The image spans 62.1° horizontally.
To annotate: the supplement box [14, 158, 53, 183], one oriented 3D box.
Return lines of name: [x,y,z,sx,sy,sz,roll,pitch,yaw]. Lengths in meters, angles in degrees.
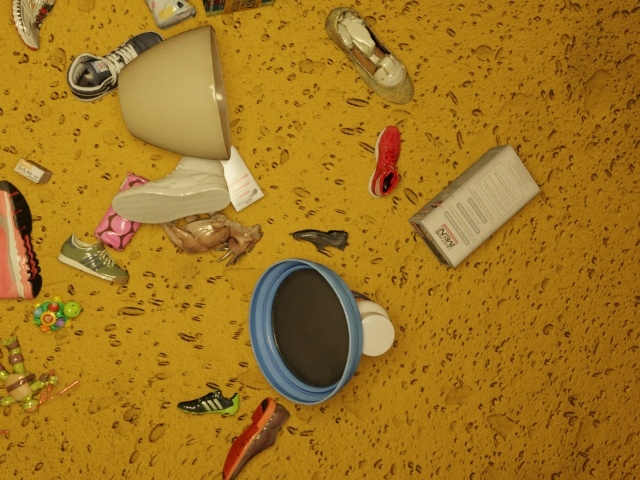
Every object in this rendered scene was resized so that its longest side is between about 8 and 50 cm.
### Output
supplement box: [-0.736,-0.177,1.368,0.062,0.098,0.036,32,87,-13]

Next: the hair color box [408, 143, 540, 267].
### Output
hair color box: [0.479,-0.109,1.659,0.374,0.113,0.185,-40,102,-8]

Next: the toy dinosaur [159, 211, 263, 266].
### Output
toy dinosaur: [-0.315,-0.010,1.473,0.295,0.127,0.200,-4,137,1]

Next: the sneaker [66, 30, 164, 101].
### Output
sneaker: [-0.523,-0.457,1.368,0.282,0.153,0.099,-36,102,-8]

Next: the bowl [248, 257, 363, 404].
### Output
bowl: [-0.044,0.241,1.446,0.077,0.391,0.391,-4,97,-47]

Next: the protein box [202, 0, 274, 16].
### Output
protein box: [-0.234,-0.737,1.422,0.199,0.136,0.201,-15,98,-12]

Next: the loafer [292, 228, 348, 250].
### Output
loafer: [0.000,0.000,1.581,0.170,0.062,0.061,3,99,-12]

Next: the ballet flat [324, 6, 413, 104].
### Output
ballet flat: [0.153,-0.535,1.544,0.348,0.123,0.123,44,84,-13]

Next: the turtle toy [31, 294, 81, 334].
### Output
turtle toy: [-0.708,0.198,1.423,0.130,0.066,0.095,-21,99,-11]

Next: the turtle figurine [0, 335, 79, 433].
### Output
turtle figurine: [-0.791,0.366,1.408,0.269,0.087,0.217,-27,93,-1]

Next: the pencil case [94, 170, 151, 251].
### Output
pencil case: [-0.526,-0.078,1.433,0.098,0.095,0.209,33,84,-49]

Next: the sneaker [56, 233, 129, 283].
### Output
sneaker: [-0.602,0.046,1.436,0.192,0.064,0.086,23,94,-11]

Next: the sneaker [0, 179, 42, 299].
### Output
sneaker: [-0.817,0.006,1.357,0.136,0.116,0.314,-7,97,-11]

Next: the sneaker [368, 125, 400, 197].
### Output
sneaker: [0.211,-0.234,1.575,0.087,0.128,0.221,8,94,-15]

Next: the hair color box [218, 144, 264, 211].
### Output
hair color box: [-0.244,-0.175,1.511,0.093,0.053,0.167,-32,100,-9]

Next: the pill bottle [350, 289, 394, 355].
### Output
pill bottle: [0.110,0.236,1.517,0.152,0.272,0.152,-1,95,-14]

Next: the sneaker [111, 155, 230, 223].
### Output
sneaker: [-0.391,-0.142,1.401,0.292,0.169,0.108,-6,135,-11]

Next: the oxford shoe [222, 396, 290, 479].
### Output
oxford shoe: [-0.190,0.604,1.570,0.098,0.097,0.271,36,86,-20]

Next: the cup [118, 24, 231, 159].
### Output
cup: [-0.366,-0.357,1.342,0.236,0.331,0.331,-7,96,-4]

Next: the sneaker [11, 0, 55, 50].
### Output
sneaker: [-0.723,-0.597,1.342,0.092,0.088,0.225,1,95,-15]

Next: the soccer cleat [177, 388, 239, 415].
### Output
soccer cleat: [-0.325,0.469,1.548,0.178,0.060,0.072,8,83,-20]

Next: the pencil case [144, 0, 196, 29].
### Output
pencil case: [-0.438,-0.695,1.384,0.113,0.124,0.273,-31,100,-9]
